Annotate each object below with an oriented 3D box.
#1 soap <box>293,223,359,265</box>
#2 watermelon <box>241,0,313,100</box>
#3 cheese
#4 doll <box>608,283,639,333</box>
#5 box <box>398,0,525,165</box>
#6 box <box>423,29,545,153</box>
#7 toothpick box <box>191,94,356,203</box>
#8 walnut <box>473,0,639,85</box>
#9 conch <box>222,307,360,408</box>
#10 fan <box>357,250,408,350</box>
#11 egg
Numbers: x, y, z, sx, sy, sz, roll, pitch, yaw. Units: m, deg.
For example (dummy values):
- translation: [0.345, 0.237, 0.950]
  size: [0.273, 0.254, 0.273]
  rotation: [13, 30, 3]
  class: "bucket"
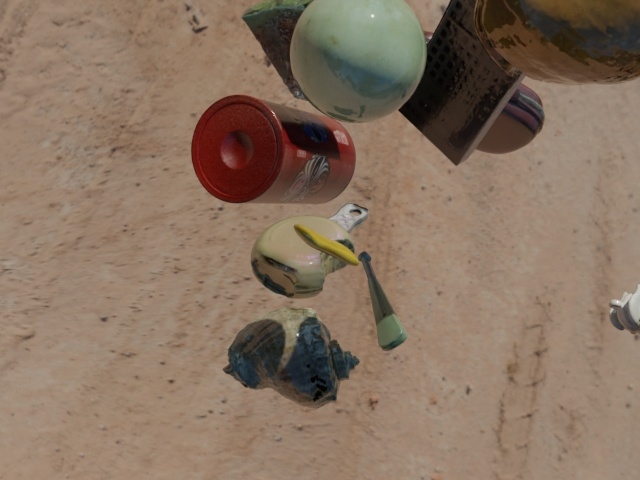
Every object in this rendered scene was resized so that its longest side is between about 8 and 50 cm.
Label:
- translation: [0.007, 0.005, 0.656]
  size: [0.012, 0.034, 0.089]
  rotation: [-53, 141, 9]
  class: "soap"
- translation: [-0.013, -0.360, 1.332]
  size: [0.213, 0.262, 0.201]
  rotation: [-19, 120, -61]
  class: "watermelon"
- translation: [0.000, 0.000, 1.286]
  size: [0.286, 0.163, 0.082]
  rotation: [-36, 143, -43]
  class: "cheese"
- translation: [0.813, 0.215, 1.591]
  size: [0.384, 0.188, 0.099]
  rotation: [27, 60, -1]
  class: "doll"
- translation: [0.264, -0.301, 1.290]
  size: [0.047, 0.324, 0.180]
  rotation: [-32, 72, -35]
  class: "box"
- translation: [0.313, -0.333, 1.649]
  size: [0.404, 0.263, 0.108]
  rotation: [26, 75, -12]
  class: "box"
- translation: [-0.083, -0.173, 1.457]
  size: [0.333, 0.204, 0.204]
  rotation: [-5, 88, -65]
  class: "toothpick box"
- translation: [0.287, -0.278, 0.817]
  size: [0.298, 0.203, 0.202]
  rotation: [8, 82, -38]
  class: "walnut"
- translation: [-0.043, 0.173, 1.081]
  size: [0.207, 0.130, 0.155]
  rotation: [0, 46, -8]
  class: "conch"
- translation: [0.075, 0.074, 0.954]
  size: [0.038, 0.193, 0.016]
  rotation: [-35, 122, 13]
  class: "fan"
- translation: [0.042, -0.206, 0.796]
  size: [0.150, 0.192, 0.149]
  rotation: [2, 104, 8]
  class: "egg"
